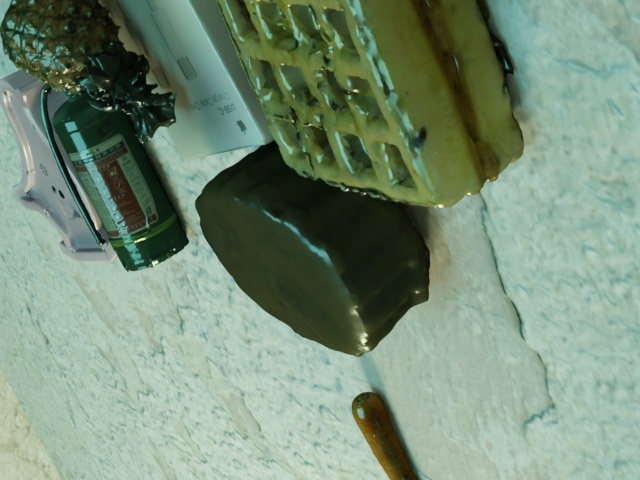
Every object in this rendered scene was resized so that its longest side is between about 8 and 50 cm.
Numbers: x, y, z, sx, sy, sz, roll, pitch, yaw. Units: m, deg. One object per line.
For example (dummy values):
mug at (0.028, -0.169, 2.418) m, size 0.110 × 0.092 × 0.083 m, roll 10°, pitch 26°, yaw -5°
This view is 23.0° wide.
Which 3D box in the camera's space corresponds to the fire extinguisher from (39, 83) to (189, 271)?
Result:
fire extinguisher at (-0.264, -0.105, 1.934) m, size 0.093 × 0.118 × 0.294 m, roll -78°, pitch -34°, yaw -66°

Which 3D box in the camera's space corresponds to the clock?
clock at (-0.350, -0.102, 2.130) m, size 0.275 × 0.080 × 0.290 m, roll 62°, pitch 155°, yaw -10°

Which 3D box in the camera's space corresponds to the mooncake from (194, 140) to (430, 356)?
mooncake at (0.000, 0.000, 1.492) m, size 0.228 × 0.124 × 0.228 m, roll 39°, pitch 158°, yaw 19°

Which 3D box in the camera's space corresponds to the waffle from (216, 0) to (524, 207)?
waffle at (0.003, -0.220, 1.258) m, size 0.261 × 0.114 × 0.376 m, roll 19°, pitch 137°, yaw 59°

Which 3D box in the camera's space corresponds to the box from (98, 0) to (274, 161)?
box at (-0.115, -0.211, 1.507) m, size 0.251 × 0.106 × 0.203 m, roll 61°, pitch 155°, yaw -12°

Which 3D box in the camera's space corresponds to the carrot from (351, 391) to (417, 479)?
carrot at (0.086, 0.251, 1.789) m, size 0.037 × 0.037 × 0.190 m, roll 12°, pitch 134°, yaw 59°

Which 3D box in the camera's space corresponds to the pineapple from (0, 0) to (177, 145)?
pineapple at (-0.215, -0.173, 1.513) m, size 0.198 × 0.108 × 0.108 m, roll 38°, pitch 152°, yaw 14°
